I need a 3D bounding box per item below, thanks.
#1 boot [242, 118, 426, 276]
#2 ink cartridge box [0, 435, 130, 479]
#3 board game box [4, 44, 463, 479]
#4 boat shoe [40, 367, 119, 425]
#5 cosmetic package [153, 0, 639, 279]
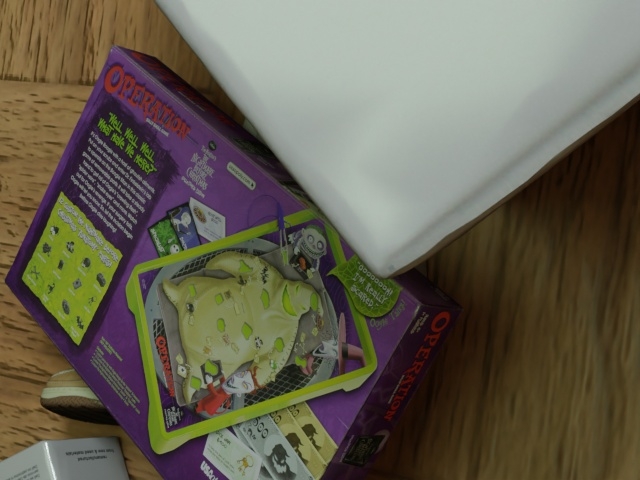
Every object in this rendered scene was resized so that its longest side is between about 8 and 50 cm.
[{"bbox_3d":[0.000,0.000,0.844,0.123,0.095,0.258,-3,76,37],"label":"boot"},{"bbox_3d":[-0.204,0.272,0.933,0.153,0.087,0.208,-27,71,26],"label":"ink cartridge box"},{"bbox_3d":[-0.079,0.035,0.817,0.347,0.056,0.208,42,114,39],"label":"board game box"},{"bbox_3d":[-0.122,0.098,0.922,0.190,0.068,0.072,-4,70,22],"label":"boat shoe"},{"bbox_3d":[0.062,-0.245,0.608,0.327,0.329,0.393,-40,86,16],"label":"cosmetic package"}]
